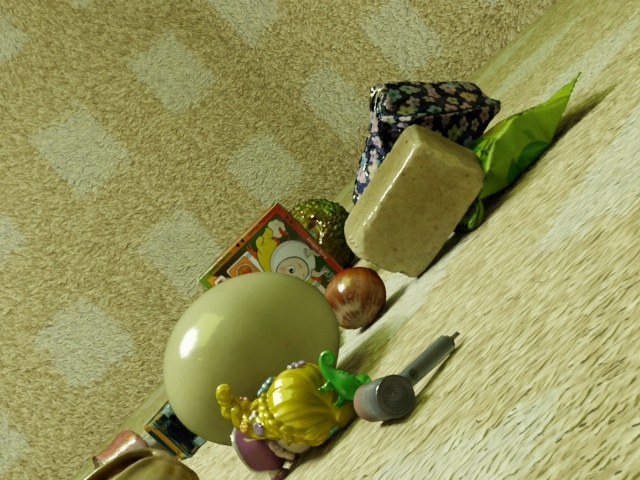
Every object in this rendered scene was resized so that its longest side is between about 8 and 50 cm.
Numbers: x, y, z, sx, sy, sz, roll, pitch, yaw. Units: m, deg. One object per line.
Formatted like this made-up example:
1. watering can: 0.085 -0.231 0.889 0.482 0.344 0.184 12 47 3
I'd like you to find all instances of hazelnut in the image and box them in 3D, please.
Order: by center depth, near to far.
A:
1. hazelnut: 0.048 0.076 1.391 0.086 0.086 0.086 -44 4 4

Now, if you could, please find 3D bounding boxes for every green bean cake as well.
1. green bean cake: 0.118 -0.048 1.359 0.179 0.109 0.085 -57 19 23

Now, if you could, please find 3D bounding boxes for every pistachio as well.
1. pistachio: -0.234 0.329 1.251 0.206 0.131 0.129 -40 25 -20

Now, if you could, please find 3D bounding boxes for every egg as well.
1. egg: -0.075 0.132 1.230 0.186 0.186 0.241 -41 -5 41

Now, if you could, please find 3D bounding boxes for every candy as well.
1. candy: 0.241 -0.116 1.401 0.246 0.069 0.149 -46 7 -6

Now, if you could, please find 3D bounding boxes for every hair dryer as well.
1. hair dryer: 0.083 0.116 0.945 0.114 0.037 0.063 -38 0 -22

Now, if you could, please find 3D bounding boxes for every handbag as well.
1. handbag: 0.139 -0.119 1.485 0.228 0.127 0.208 -13 -46 -41

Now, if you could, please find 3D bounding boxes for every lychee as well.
1. lychee: 0.000 0.000 2.027 0.171 0.171 0.171 -44 4 4

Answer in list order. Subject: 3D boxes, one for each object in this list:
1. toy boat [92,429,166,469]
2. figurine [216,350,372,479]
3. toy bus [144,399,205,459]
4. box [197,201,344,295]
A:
1. toy boat: -0.262 0.335 1.878 0.282 0.096 0.206 -37 -13 -20
2. figurine: -0.031 0.159 1.061 0.156 0.115 0.095 -40 17 34
3. toy bus: -0.197 0.266 1.759 0.182 0.091 0.103 -49 6 -28
4. box: -0.065 0.066 1.700 0.177 0.195 0.148 -44 5 -3
